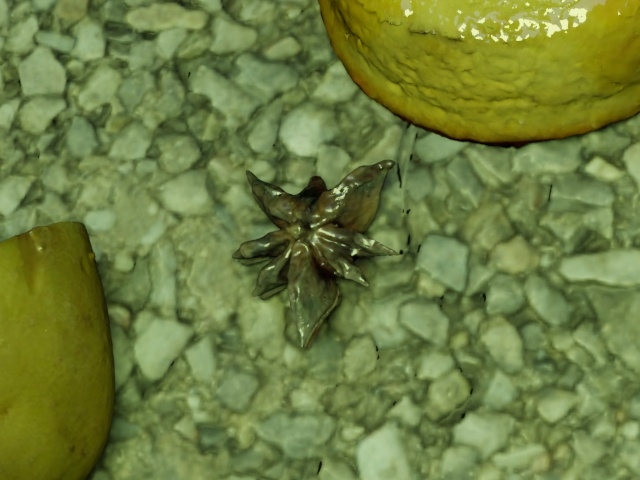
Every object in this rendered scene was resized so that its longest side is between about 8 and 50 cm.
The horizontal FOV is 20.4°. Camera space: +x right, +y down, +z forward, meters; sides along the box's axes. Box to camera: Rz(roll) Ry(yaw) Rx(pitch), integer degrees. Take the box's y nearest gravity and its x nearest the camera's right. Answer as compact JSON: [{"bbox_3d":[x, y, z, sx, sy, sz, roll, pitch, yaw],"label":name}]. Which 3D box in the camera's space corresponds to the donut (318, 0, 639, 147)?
[{"bbox_3d":[0.134,-0.213,1.189,0.303,0.110,0.303,-4,71,11],"label":"donut"}]

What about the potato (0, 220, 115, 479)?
[{"bbox_3d":[-0.208,0.099,1.149,0.203,0.178,0.158,-30,83,-16],"label":"potato"}]

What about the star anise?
[{"bbox_3d":[-0.005,0.011,1.176,0.124,0.056,0.129,-3,69,24],"label":"star anise"}]
